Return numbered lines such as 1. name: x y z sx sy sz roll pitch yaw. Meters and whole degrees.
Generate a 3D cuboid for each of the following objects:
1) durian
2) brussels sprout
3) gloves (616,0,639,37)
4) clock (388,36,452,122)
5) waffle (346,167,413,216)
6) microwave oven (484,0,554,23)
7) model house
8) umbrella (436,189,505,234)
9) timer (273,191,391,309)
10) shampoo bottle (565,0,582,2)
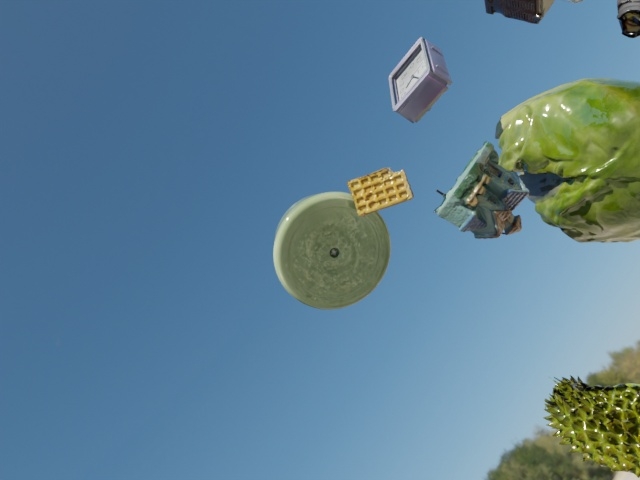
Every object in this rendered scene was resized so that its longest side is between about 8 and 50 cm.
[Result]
1. durian: 0.592 0.336 1.055 0.169 0.352 0.158 7 -98 -60
2. brussels sprout: 0.657 -0.206 1.342 0.361 0.425 0.342 -40 16 50
3. gloves: 0.695 -0.579 1.236 0.119 0.142 0.285 14 -85 -79
4. clock: 0.248 -0.407 1.456 0.073 0.193 0.144 26 -51 -22
5. waffle: 0.137 -0.116 1.313 0.135 0.092 0.021 -20 -5 9
6. microwave oven: 0.565 -0.741 1.538 0.247 0.178 0.188 -54 -30 -12
7. model house: 0.297 -0.065 0.992 0.148 0.149 0.119 -54 -2 -43
8. umbrella: 0.468 -0.080 1.790 0.044 0.269 0.044 -60 7 18
9. timer: 0.000 0.000 1.513 0.291 0.315 0.290 -3 -78 -13
10. shampoo bottle: 0.476 -0.486 1.046 0.108 0.051 0.221 -58 0 27
